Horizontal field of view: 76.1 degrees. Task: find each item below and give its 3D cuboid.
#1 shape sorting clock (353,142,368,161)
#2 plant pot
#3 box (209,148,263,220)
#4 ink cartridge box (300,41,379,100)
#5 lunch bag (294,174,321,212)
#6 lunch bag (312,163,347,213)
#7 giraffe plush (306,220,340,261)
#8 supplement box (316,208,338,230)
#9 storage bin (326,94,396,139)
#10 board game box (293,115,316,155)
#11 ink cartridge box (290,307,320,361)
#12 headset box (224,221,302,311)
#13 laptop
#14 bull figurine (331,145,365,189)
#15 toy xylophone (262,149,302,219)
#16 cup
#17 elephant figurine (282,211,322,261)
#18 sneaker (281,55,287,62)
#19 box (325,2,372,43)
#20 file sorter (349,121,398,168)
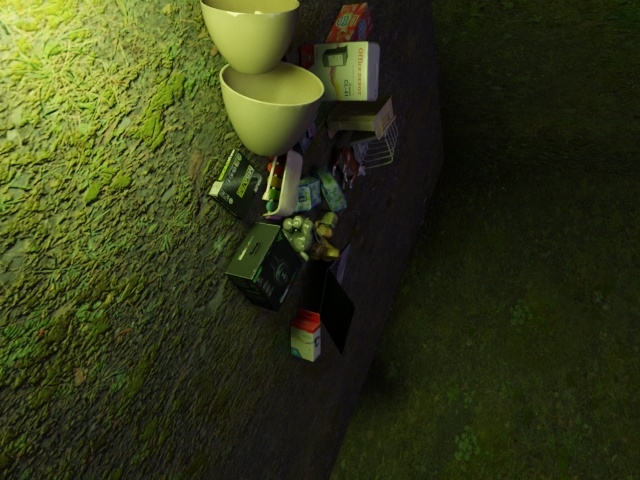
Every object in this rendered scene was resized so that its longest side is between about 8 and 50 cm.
[{"bbox_3d":[0.236,-0.555,2.343,0.206,0.040,0.206,-30,126,-55],"label":"shape sorting clock"},{"bbox_3d":[-0.210,-0.625,1.246,0.284,0.284,0.191,-51,156,-43],"label":"plant pot"},{"bbox_3d":[-0.294,-0.196,1.456,0.184,0.045,0.191,47,58,-55],"label":"box"},{"bbox_3d":[0.077,-0.697,1.698,0.131,0.306,0.226,-34,128,-55],"label":"ink cartridge box"},{"bbox_3d":[-0.072,-0.208,1.833,0.151,0.096,0.129,-30,130,-37],"label":"lunch bag"},{"bbox_3d":[0.043,-0.246,1.959,0.176,0.090,0.219,63,2,35],"label":"lunch bag"},{"bbox_3d":[0.000,0.000,2.001,0.210,0.181,0.171,14,74,-29],"label":"giraffe plush"},{"bbox_3d":[0.034,-0.105,2.071,0.056,0.083,0.083,49,58,-55],"label":"supplement box"},{"bbox_3d":[0.199,-0.602,2.014,0.260,0.262,0.123,-56,144,-38],"label":"storage bin"},{"bbox_3d":[-0.067,-0.500,1.765,0.194,0.060,0.194,-61,147,-30],"label":"board game box"},{"bbox_3d":[-0.074,0.463,2.013,0.078,0.134,0.231,-31,126,-55],"label":"ink cartridge box"},{"bbox_3d":[-0.217,0.100,1.613,0.246,0.131,0.283,-64,148,-29],"label":"headset box"},{"bbox_3d":[0.131,0.294,2.136,0.408,0.236,0.382,-47,155,-45],"label":"laptop"},{"bbox_3d":[0.150,-0.379,2.176,0.310,0.101,0.188,32,72,-61],"label":"bull figurine"},{"bbox_3d":[-0.164,-0.242,1.647,0.236,0.081,0.323,22,80,-62],"label":"toy xylophone"},{"bbox_3d":[-0.170,-0.427,1.373,0.331,0.331,0.237,-50,162,-43],"label":"cup"},{"bbox_3d":[-0.069,-0.029,1.797,0.239,0.169,0.186,-1,113,-76],"label":"elephant figurine"},{"bbox_3d":[-0.171,-0.670,1.462,0.234,0.097,0.084,-1,101,-62],"label":"sneaker"},{"bbox_3d":[0.137,-0.970,1.909,0.257,0.128,0.123,-68,150,-21],"label":"box"},{"bbox_3d":[0.294,-0.535,2.159,0.173,0.192,0.278,61,32,-34],"label":"file sorter"}]
